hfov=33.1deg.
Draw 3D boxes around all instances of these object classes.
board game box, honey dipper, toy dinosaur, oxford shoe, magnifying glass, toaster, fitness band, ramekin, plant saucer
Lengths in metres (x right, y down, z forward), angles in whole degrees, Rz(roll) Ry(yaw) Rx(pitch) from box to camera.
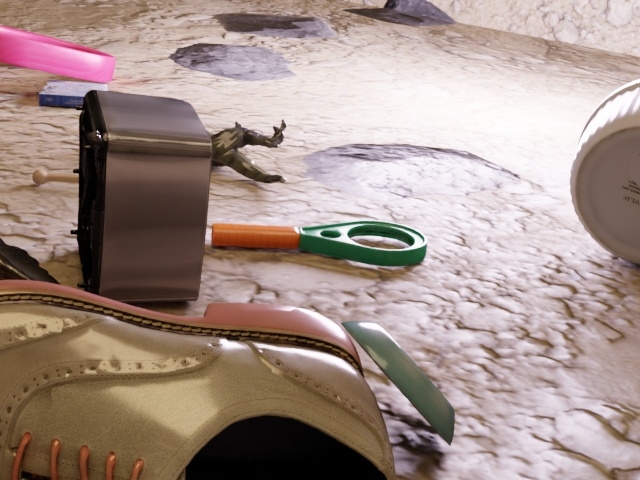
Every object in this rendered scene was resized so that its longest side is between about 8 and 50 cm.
[{"bbox_3d":[-0.371,-0.220,1.621,0.090,0.020,0.090,3,22,-5],"label":"board game box"},{"bbox_3d":[-0.254,-0.070,1.255,0.161,0.030,0.030,1,21,-2],"label":"honey dipper"},{"bbox_3d":[-0.114,-0.123,1.391,0.268,0.064,0.118,23,33,33],"label":"toy dinosaur"},{"bbox_3d":[-0.140,0.115,0.652,0.397,0.140,0.146,-3,28,-19],"label":"oxford shoe"},{"bbox_3d":[0.000,0.000,1.148,0.231,0.026,0.092,4,21,-9],"label":"magnifying glass"},{"bbox_3d":[-0.170,-0.040,0.999,0.110,0.168,0.185,1,21,-16],"label":"toaster"},{"bbox_3d":[-0.465,-0.299,1.698,0.291,0.054,0.209,4,14,-43],"label":"fitness band"},{"bbox_3d":[0.373,-0.068,1.184,0.207,0.207,0.109,16,32,24],"label":"ramekin"},{"bbox_3d":[0.062,0.099,0.791,0.021,0.119,0.119,-41,31,-2],"label":"plant saucer"}]

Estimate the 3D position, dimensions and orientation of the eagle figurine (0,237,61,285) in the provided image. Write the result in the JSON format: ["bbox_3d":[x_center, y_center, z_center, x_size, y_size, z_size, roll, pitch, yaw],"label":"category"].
[{"bbox_3d":[-0.348,-0.032,0.881,0.226,0.298,0.225,-18,1,-2],"label":"eagle figurine"}]
